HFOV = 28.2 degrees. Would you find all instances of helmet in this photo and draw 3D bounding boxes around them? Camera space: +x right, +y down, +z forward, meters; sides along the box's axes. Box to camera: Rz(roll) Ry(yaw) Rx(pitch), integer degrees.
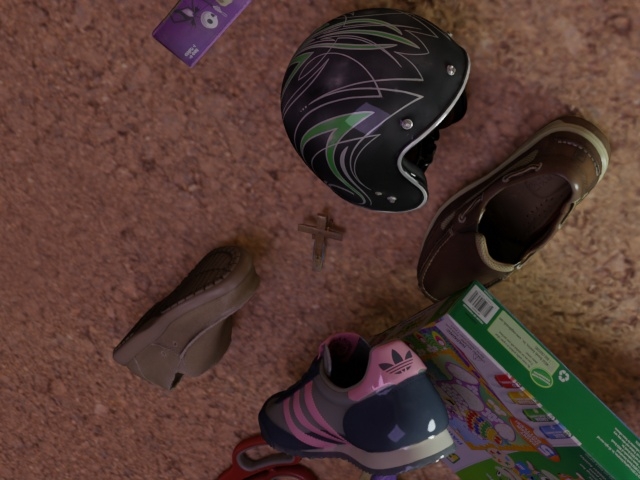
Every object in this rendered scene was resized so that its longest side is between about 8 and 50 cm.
[{"bbox_3d":[0.049,-0.121,1.099,0.169,0.169,0.161,9,145,21],"label":"helmet"}]

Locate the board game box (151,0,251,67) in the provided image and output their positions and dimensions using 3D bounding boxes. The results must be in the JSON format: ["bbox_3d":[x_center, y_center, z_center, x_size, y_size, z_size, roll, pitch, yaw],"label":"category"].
[{"bbox_3d":[0.014,-0.291,0.950,0.056,0.208,0.347,43,133,-9],"label":"board game box"}]

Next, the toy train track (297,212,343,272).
[{"bbox_3d":[0.000,0.000,1.320,0.048,0.014,0.083,14,136,7],"label":"toy train track"}]

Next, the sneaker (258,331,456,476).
[{"bbox_3d":[0.023,0.152,1.304,0.319,0.112,0.131,-6,102,59],"label":"sneaker"}]

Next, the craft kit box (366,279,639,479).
[{"bbox_3d":[0.171,0.170,1.271,0.250,0.061,0.246,44,156,-3],"label":"craft kit box"}]

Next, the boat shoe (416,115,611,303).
[{"bbox_3d":[0.159,-0.010,1.174,0.095,0.095,0.257,35,133,-2],"label":"boat shoe"}]

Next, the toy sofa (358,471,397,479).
[{"bbox_3d":[0.066,0.427,1.385,0.150,0.362,0.177,15,136,16],"label":"toy sofa"}]

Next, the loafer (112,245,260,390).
[{"bbox_3d":[-0.133,0.091,1.406,0.092,0.102,0.268,42,142,-10],"label":"loafer"}]

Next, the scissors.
[{"bbox_3d":[-0.126,0.304,1.621,0.297,0.021,0.109,-17,119,37],"label":"scissors"}]
